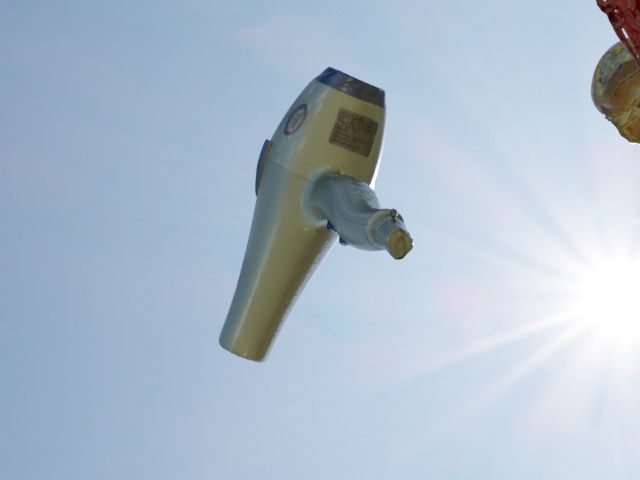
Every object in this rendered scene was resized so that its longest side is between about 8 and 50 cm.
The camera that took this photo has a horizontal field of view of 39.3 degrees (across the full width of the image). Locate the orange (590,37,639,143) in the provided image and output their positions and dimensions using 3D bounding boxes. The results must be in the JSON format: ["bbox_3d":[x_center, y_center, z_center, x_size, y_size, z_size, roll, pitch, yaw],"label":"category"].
[{"bbox_3d":[0.454,-0.224,1.270,0.160,0.112,0.170,1,-60,-7],"label":"orange"}]

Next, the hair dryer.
[{"bbox_3d":[-0.017,0.017,0.830,0.118,0.298,0.296,19,-59,-17],"label":"hair dryer"}]

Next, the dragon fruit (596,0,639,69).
[{"bbox_3d":[0.236,-0.178,0.625,0.192,0.122,0.092,36,-99,-21],"label":"dragon fruit"}]
